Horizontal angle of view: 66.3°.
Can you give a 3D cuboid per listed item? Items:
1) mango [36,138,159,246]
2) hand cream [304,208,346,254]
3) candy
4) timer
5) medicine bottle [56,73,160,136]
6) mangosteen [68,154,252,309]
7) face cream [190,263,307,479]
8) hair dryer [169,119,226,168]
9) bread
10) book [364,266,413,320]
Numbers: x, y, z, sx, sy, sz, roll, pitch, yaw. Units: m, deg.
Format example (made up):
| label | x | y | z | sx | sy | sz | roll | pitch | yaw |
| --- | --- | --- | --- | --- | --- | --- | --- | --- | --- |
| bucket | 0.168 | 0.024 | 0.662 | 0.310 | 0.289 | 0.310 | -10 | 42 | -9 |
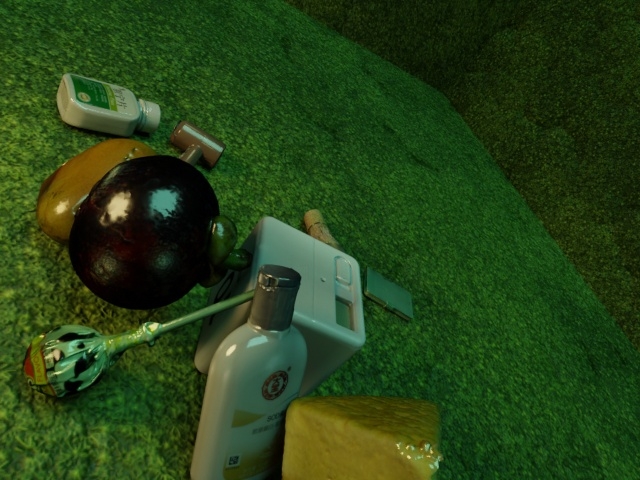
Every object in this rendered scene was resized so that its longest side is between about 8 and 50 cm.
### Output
| label | x | y | z | sx | sy | sz | roll | pitch | yaw |
| --- | --- | --- | --- | --- | --- | --- | --- | --- | --- |
| mango | -0.336 | -0.069 | 0.784 | 0.166 | 0.136 | 0.236 | 46 | 40 | -3 |
| hand cream | 0.000 | 0.000 | 1.108 | 0.084 | 0.084 | 0.203 | 19 | 31 | -31 |
| candy | -0.209 | 0.109 | 0.613 | 0.306 | 0.083 | 0.091 | -20 | 29 | -10 |
| timer | -0.062 | 0.114 | 0.785 | 0.194 | 0.195 | 0.192 | 28 | 34 | -21 |
| medicine bottle | -0.425 | -0.267 | 0.993 | 0.183 | 0.069 | 0.119 | 6 | 43 | -44 |
| mangosteen | -0.218 | -0.004 | 0.662 | 0.216 | 0.216 | 0.216 | 27 | 35 | -20 |
| face cream | -0.078 | 0.174 | 0.621 | 0.144 | 0.291 | 0.071 | 2 | 16 | -45 |
| hair dryer | -0.282 | -0.178 | 1.045 | 0.117 | 0.064 | 0.181 | 31 | 39 | -13 |
| bread | 0.137 | 0.331 | 0.647 | 0.362 | 0.245 | 0.233 | 12 | 80 | -43 |
| book | 0.161 | 0.128 | 1.161 | 0.135 | 0.017 | 0.103 | 32 | 31 | -14 |
